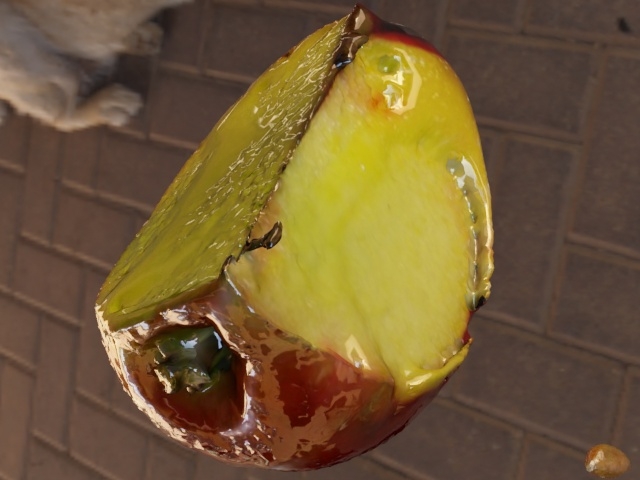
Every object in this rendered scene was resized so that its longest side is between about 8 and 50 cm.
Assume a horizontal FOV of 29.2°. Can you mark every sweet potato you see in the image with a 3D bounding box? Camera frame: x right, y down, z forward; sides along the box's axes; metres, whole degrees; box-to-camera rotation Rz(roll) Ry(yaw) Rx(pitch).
[{"bbox_3d":[0.284,0.220,1.221,0.034,0.095,0.034,-9,75,34],"label":"sweet potato"}]

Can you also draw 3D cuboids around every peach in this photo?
[{"bbox_3d":[-0.005,0.004,0.629,0.154,0.159,0.267,-24,30,33],"label":"peach"}]
